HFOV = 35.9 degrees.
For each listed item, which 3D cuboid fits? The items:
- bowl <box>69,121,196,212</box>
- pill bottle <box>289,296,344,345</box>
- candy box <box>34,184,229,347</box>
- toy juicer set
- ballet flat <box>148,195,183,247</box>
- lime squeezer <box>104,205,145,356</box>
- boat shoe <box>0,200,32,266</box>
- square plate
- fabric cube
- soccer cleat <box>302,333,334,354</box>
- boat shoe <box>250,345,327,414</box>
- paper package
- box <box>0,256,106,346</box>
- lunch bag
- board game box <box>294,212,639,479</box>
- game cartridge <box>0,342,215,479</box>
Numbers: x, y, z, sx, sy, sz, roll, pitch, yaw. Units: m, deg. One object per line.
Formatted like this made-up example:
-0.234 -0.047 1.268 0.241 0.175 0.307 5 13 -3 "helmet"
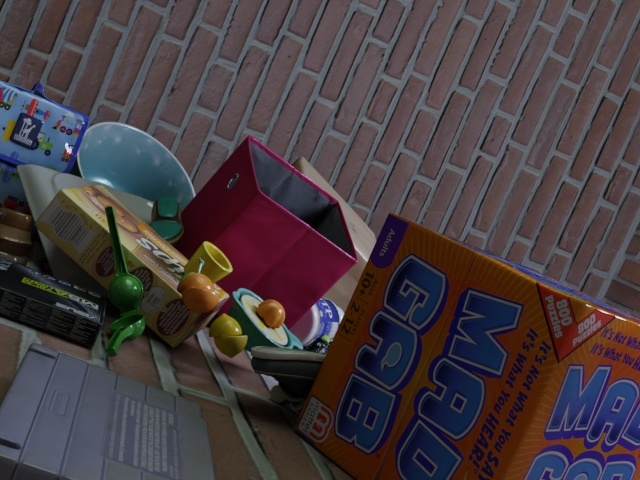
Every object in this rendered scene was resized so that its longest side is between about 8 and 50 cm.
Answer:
-0.446 -0.093 2.198 0.311 0.163 0.312 32 38 -29 "bowl"
-0.020 0.171 2.099 0.112 0.112 0.186 26 5 25 "pill bottle"
-0.320 0.037 1.709 0.316 0.087 0.183 41 11 4 "candy box"
-0.100 0.146 1.620 0.329 0.089 0.209 47 11 -7 "toy juicer set"
-0.299 -0.017 1.912 0.073 0.067 0.206 6 26 -4 "ballet flat"
-0.317 0.087 1.545 0.110 0.058 0.310 52 18 -42 "lime squeezer"
-0.603 -0.054 1.703 0.324 0.120 0.122 27 6 28 "boat shoe"
-0.390 -0.006 1.906 0.344 0.049 0.347 19 29 -43 "square plate"
-0.119 0.001 1.938 0.259 0.258 0.254 36 20 -25 "fabric cube"
-0.008 0.215 1.902 0.060 0.072 0.179 26 5 22 "soccer cleat"
0.000 0.229 1.548 0.116 0.099 0.319 6 -10 35 "boat shoe"
0.000 0.000 2.320 0.309 0.168 0.325 47 12 -20 "paper package"
-0.419 0.088 1.486 0.190 0.045 0.184 22 3 -12 "box"
-0.610 -0.178 1.979 0.221 0.293 0.138 21 5 -26 "lunch bag"
0.254 0.217 1.443 0.356 0.357 0.356 19 7 -44 "board game box"
-0.222 0.212 1.022 0.230 0.068 0.355 27 4 -12 "game cartridge"
